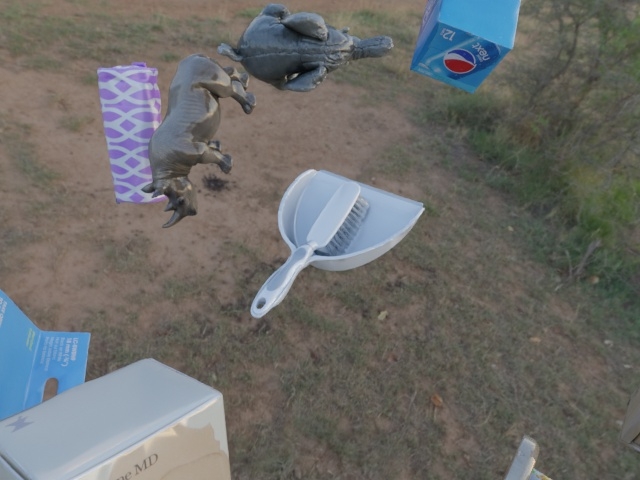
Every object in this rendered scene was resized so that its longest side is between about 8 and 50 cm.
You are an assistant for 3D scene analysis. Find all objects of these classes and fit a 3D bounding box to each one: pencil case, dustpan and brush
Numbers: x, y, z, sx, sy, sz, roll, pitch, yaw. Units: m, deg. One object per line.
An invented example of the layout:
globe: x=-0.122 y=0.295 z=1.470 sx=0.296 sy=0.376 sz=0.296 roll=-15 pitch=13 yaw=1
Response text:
pencil case: x=-0.270 y=-0.154 z=0.647 sx=0.087 sy=0.206 sz=0.088 roll=5 pitch=22 yaw=7
dustpan and brush: x=0.000 y=0.000 z=0.441 sx=0.147 sy=0.060 sz=0.211 roll=23 pitch=63 yaw=23

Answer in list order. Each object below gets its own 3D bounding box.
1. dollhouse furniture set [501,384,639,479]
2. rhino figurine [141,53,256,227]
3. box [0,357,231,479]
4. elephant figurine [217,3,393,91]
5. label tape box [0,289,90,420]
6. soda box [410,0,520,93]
dollhouse furniture set: x=0.338 y=0.254 z=0.337 sx=0.362 sy=0.256 sz=0.394 roll=23 pitch=49 yaw=30
rhino figurine: x=-0.174 y=-0.131 z=0.589 sx=0.106 sy=0.243 sz=0.073 roll=16 pitch=8 yaw=-45
box: x=-0.160 y=0.279 z=0.369 sx=0.121 sy=0.310 sz=0.148 roll=6 pitch=16 yaw=38
elephant figurine: x=-0.023 y=-0.358 z=0.810 sx=0.240 sy=0.169 sz=0.186 roll=21 pitch=78 yaw=34
label tape box: x=-0.456 y=0.169 z=0.494 sx=0.334 sy=0.105 sz=0.240 roll=6 pitch=41 yaw=-26
soda box: x=0.150 y=-0.256 z=0.424 sx=0.071 sy=0.067 sz=0.210 roll=18 pitch=71 yaw=-6
